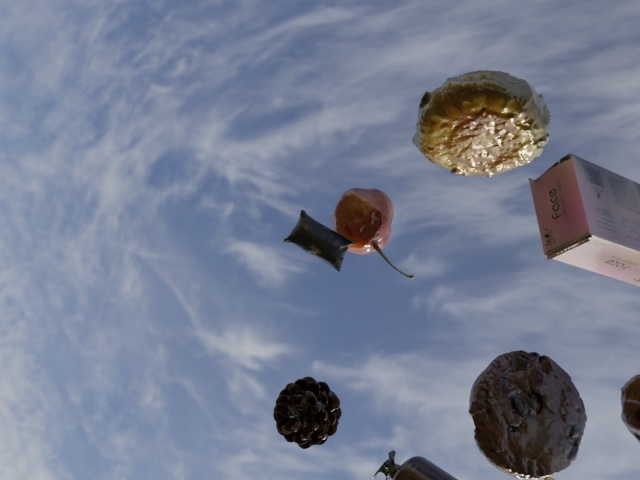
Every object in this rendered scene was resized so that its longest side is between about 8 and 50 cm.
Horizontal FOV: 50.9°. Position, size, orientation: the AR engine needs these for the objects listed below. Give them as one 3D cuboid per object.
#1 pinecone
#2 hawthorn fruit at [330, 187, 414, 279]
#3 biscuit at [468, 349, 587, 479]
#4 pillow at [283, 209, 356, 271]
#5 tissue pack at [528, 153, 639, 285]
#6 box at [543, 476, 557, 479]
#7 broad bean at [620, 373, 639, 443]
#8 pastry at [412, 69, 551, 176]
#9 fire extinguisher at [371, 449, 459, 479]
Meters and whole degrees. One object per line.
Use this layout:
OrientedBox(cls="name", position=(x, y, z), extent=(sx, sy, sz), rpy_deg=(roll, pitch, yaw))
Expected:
OrientedBox(cls="pinecone", position=(-0.025, 0.338, 1.325), extent=(0.140, 0.121, 0.140), rpy_deg=(-1, -101, 4))
OrientedBox(cls="hawthorn fruit", position=(0.128, 0.001, 1.622), extent=(0.165, 0.165, 0.285), rpy_deg=(-52, -131, 37))
OrientedBox(cls="biscuit", position=(0.309, 0.258, 0.997), extent=(0.192, 0.192, 0.049), rpy_deg=(63, -21, 11))
OrientedBox(cls="pillow", position=(0.000, 0.000, 1.556), extent=(0.150, 0.090, 0.048), rpy_deg=(29, -43, -2))
OrientedBox(cls="tissue pack", position=(0.461, -0.025, 1.084), extent=(0.092, 0.246, 0.148), rpy_deg=(-37, -134, 47))
OrientedBox(cls="box", position=(0.492, 0.545, 1.405), extent=(0.058, 0.093, 0.015), rpy_deg=(33, -47, -16))
OrientedBox(cls="broad bean", position=(0.698, 0.366, 1.331), extent=(0.228, 0.122, 0.156), rpy_deg=(55, -43, 25))
OrientedBox(cls="pastry", position=(0.313, -0.231, 1.313), extent=(0.235, 0.257, 0.120), rpy_deg=(123, -18, -52))
OrientedBox(cls="fire extinguisher", position=(0.237, 0.515, 1.287), extent=(0.337, 0.114, 0.135), rpy_deg=(27, -56, 35))
